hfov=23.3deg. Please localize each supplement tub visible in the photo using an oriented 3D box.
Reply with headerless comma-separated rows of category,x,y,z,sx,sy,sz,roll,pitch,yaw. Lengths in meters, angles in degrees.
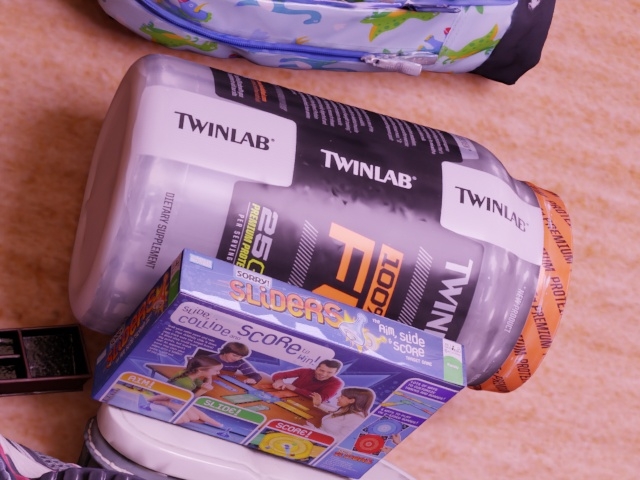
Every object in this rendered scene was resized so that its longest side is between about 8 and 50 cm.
supplement tub,0.000,0.000,1.072,0.316,0.193,0.193,13,71,-15

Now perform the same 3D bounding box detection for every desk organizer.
desk organizer,-0.222,0.080,1.049,0.130,0.050,0.047,-2,76,-20

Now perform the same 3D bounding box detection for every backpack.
backpack,-0.008,-0.260,1.129,0.356,0.273,0.290,-3,80,-10

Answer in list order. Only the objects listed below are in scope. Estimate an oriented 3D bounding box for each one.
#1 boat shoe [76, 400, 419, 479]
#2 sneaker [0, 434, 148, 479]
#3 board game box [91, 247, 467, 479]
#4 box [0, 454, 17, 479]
boat shoe,-0.024,0.197,1.081,0.319,0.116,0.099,25,112,-19
sneaker,-0.190,0.184,0.957,0.299,0.112,0.121,18,69,24
board game box,-0.027,0.084,0.995,0.201,0.136,0.035,21,47,-22
box,-0.317,0.354,0.680,0.472,0.479,0.297,-19,39,-22
